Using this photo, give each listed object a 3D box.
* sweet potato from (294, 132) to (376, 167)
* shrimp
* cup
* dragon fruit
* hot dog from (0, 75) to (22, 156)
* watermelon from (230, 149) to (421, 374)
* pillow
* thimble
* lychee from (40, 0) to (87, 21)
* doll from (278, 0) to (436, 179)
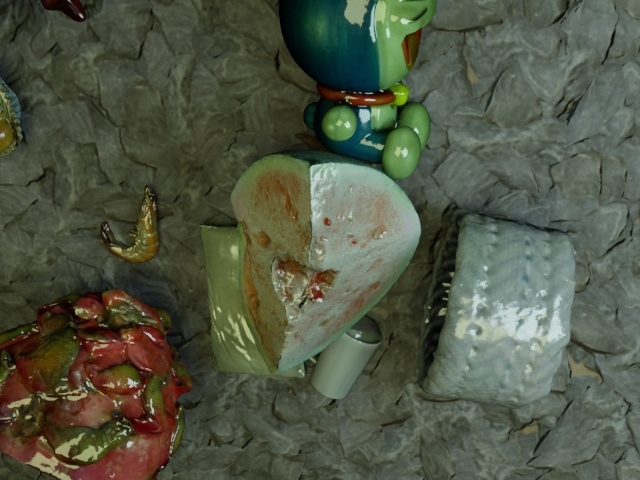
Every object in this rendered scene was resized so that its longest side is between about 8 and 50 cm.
[{"bbox_3d":[0.016,-0.115,1.042,0.117,0.049,0.049,30,109,5],"label":"sweet potato"},{"bbox_3d":[-0.272,-0.026,1.119,0.091,0.025,0.127,17,112,3],"label":"shrimp"},{"bbox_3d":[0.024,0.157,1.122,0.104,0.074,0.116,36,115,21],"label":"cup"},{"bbox_3d":[-0.303,0.202,1.094,0.314,0.296,0.263,26,75,2],"label":"dragon fruit"},{"bbox_3d":[-0.545,-0.162,1.084,0.270,0.082,0.163,-17,106,11],"label":"hot dog"},{"bbox_3d":[-0.004,-0.004,1.002,0.175,0.188,0.322,51,137,28],"label":"watermelon"},{"bbox_3d":[-0.094,0.087,1.117,0.148,0.050,0.230,-2,101,5],"label":"pillow"},{"bbox_3d":[0.224,0.089,0.997,0.157,0.217,0.246,11,93,0],"label":"thimble"},{"bbox_3d":[-0.457,-0.410,0.820,0.500,0.424,0.424,34,111,-30],"label":"lychee"},{"bbox_3d":[0.047,-0.236,0.923,0.186,0.198,0.322,6,116,14],"label":"doll"}]
